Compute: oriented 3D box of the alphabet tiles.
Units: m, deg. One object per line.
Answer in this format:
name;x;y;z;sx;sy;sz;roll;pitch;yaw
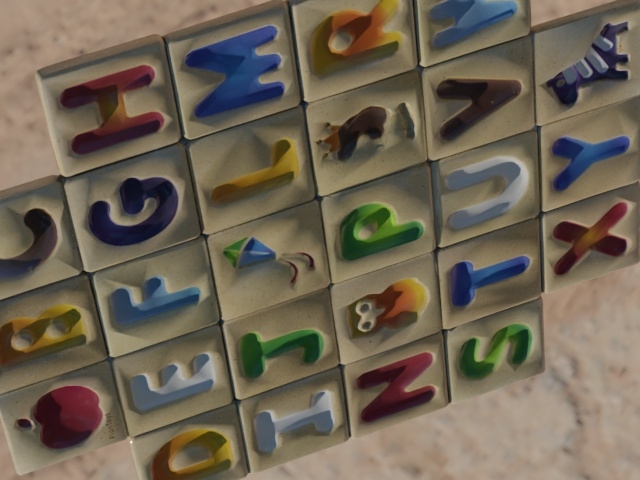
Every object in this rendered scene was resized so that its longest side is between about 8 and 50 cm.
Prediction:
alphabet tiles;0.000;0.000;0.960;0.011;0.342;0.285;-120;16;-45
